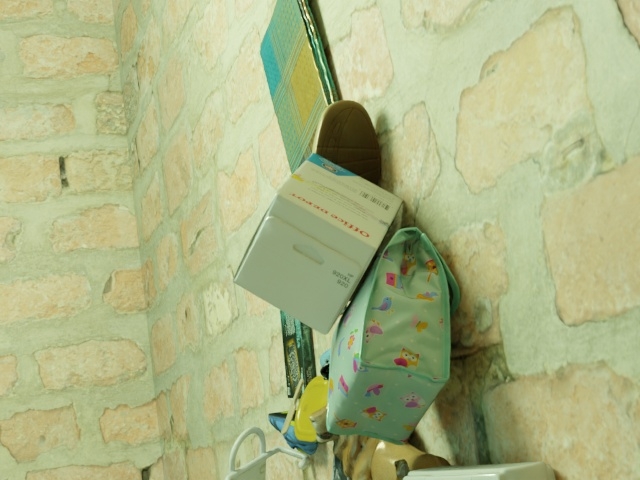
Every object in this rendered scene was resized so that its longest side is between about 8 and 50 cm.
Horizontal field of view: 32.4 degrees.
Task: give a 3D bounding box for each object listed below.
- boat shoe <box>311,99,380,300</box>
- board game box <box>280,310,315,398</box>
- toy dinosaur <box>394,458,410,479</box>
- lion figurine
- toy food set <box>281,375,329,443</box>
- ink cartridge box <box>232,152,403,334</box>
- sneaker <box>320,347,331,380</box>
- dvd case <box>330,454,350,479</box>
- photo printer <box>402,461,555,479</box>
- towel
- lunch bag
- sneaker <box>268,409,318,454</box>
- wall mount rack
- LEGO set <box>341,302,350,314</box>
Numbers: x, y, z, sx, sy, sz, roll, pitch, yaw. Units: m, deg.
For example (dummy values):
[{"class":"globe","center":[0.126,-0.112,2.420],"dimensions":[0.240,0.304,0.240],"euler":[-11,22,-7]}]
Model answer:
[{"class":"boat shoe","center":[0.028,-0.072,1.884],"dimensions":[0.123,0.123,0.342],"euler":[-149,52,-64]},{"class":"board game box","center":[-0.045,0.231,2.260],"dimensions":[0.126,0.026,0.186],"euler":[163,102,-69]},{"class":"toy dinosaur","center":[0.097,0.422,1.597],"dimensions":[0.211,0.064,0.112],"euler":[-62,29,4]},{"class":"lion figurine","center":[0.128,0.370,1.710],"dimensions":[0.392,0.142,0.240],"euler":[14,99,54]},{"class":"toy food set","center":[0.009,0.327,2.089],"dimensions":[0.218,0.071,0.128],"euler":[-15,56,67]},{"class":"ink cartridge box","center":[0.000,0.000,1.699],"dimensions":[0.168,0.171,0.232],"euler":[-63,-4,24]},{"class":"sneaker","center":[0.029,0.223,1.990],"dimensions":[0.162,0.073,0.063],"euler":[-179,85,-70]},{"class":"dvd case","center":[0.058,0.516,2.028],"dimensions":[0.179,0.030,0.238],"euler":[-131,41,-58]},{"class":"photo printer","center":[0.222,0.449,1.439],"dimensions":[0.256,0.107,0.307],"euler":[-26,70,60]},{"class":"towel","center":[-0.038,-0.297,2.134],"dimensions":[0.271,0.040,0.370],"euler":[120,139,-58]},{"class":"lunch bag","center":[0.104,0.138,1.641],"dimensions":[0.223,0.160,0.262],"euler":[112,169,-50]},{"class":"sneaker","center":[-0.057,0.394,2.260],"dimensions":[0.209,0.069,0.082],"euler":[177,86,-69]},{"class":"wall mount rack","center":[-0.139,0.566,2.200],"dimensions":[0.130,0.304,0.350],"euler":[14,111,32]},{"class":"LEGO set","center":[0.055,0.119,1.986],"dimensions":[0.054,0.023,0.083],"euler":[-178,97,-67]}]
